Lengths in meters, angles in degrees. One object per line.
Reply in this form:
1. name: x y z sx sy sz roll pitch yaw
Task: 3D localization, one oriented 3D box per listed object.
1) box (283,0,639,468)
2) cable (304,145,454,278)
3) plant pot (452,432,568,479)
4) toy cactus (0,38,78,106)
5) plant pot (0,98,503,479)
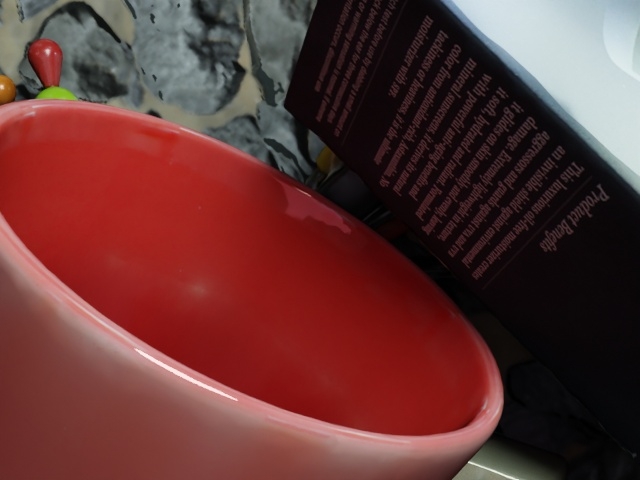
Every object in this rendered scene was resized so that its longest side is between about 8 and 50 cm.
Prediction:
1. box: 0.196 -0.086 0.551 0.296 0.182 0.294 -40 81 -23
2. cable: 0.000 0.000 0.673 0.287 0.072 0.139 -37 97 11
3. plant pot: 0.076 0.156 0.607 0.109 0.096 0.109 18 83 8
4. toy cactus: -0.230 -0.013 0.665 0.219 0.112 0.180 -26 90 -8
5. plant pot: -0.086 0.103 0.540 0.275 0.275 0.243 33 109 9
